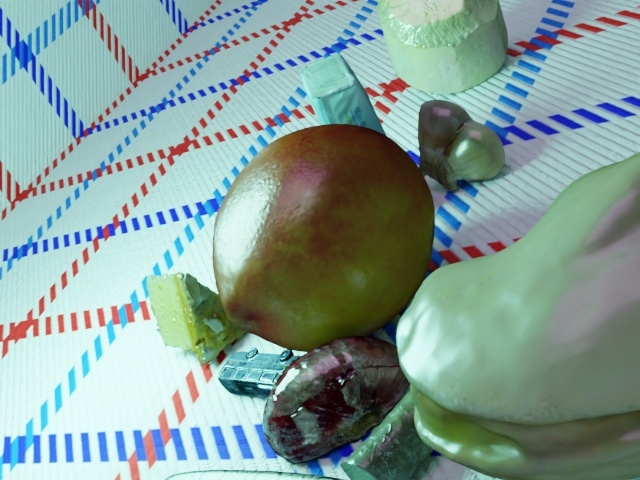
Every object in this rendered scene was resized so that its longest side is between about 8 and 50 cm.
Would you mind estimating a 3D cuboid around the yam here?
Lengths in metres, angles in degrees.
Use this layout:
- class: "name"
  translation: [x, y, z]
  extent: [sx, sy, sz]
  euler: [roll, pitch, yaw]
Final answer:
- class: "yam"
  translation: [0.102, 0.217, 1.138]
  extent: [0.169, 0.068, 0.068]
  euler: [-42, 27, -23]

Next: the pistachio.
- class: "pistachio"
  translation: [0.284, 0.065, 0.951]
  extent: [0.445, 0.281, 0.365]
  euler: [-21, 21, 12]

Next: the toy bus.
- class: "toy bus"
  translation: [-0.073, 0.189, 1.412]
  extent: [0.166, 0.047, 0.065]
  euler: [-3, 42, 48]

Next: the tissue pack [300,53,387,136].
- class: "tissue pack"
  translation: [0.064, -0.157, 1.623]
  extent: [0.089, 0.263, 0.177]
  euler: [-26, 26, 5]

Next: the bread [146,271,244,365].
- class: "bread"
  translation: [-0.197, 0.102, 1.598]
  extent: [0.127, 0.152, 0.147]
  euler: [-37, 22, -30]

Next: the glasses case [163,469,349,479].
- class: "glasses case"
  translation: [-0.041, 0.305, 1.057]
  extent: [0.354, 0.137, 0.085]
  euler: [-8, 35, 40]

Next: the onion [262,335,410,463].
- class: "onion"
  translation: [0.007, 0.181, 1.273]
  extent: [0.206, 0.098, 0.151]
  euler: [-37, 27, -10]

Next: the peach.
- class: "peach"
  translation: [0.000, 0.000, 1.392]
  extent: [0.332, 0.308, 0.308]
  euler: [-46, 28, -18]

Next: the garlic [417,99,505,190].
- class: "garlic"
  translation: [0.224, -0.155, 1.622]
  extent: [0.174, 0.124, 0.099]
  euler: [31, 46, 33]

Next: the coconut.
- class: "coconut"
  translation: [0.233, -0.404, 1.922]
  extent: [0.239, 0.244, 0.239]
  euler: [-9, 61, 16]
